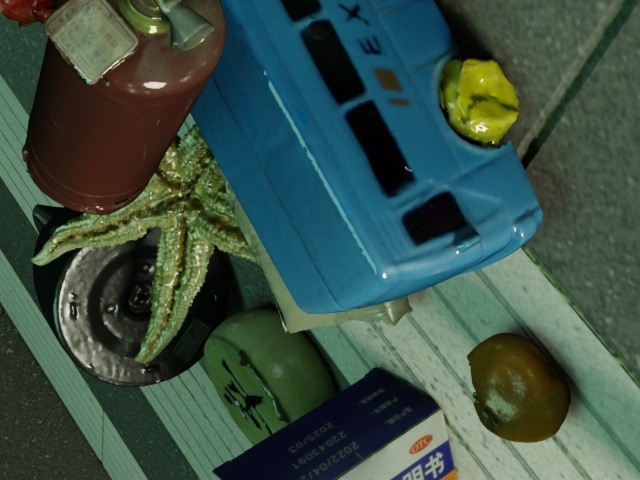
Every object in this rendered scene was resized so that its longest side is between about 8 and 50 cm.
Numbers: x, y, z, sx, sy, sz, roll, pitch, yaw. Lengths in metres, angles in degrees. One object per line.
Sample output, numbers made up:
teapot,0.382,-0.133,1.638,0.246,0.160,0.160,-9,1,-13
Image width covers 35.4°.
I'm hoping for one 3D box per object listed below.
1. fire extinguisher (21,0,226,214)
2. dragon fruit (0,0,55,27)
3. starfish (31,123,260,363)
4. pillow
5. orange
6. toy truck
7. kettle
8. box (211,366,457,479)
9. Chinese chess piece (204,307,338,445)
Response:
fire extinguisher,-0.122,-0.103,0.597,0.105,0.105,0.269,59,154,4
dragon fruit,-0.389,-0.319,1.277,0.126,0.068,0.112,41,148,38
starfish,-0.156,-0.045,0.995,0.357,0.078,0.347,-8,115,28
pillow,0.000,0.000,0.859,0.134,0.078,0.181,-4,114,39
orange,0.143,0.112,0.744,0.086,0.062,0.086,39,146,33
toy truck,-0.012,-0.134,0.663,0.385,0.162,0.161,61,153,-1
kettle,-0.245,0.057,1.277,0.268,0.207,0.290,43,171,-30
box,0.036,0.305,0.974,0.106,0.200,0.299,26,138,52
Chinese chess piece,-0.056,0.169,1.145,0.188,0.083,0.188,40,148,32
